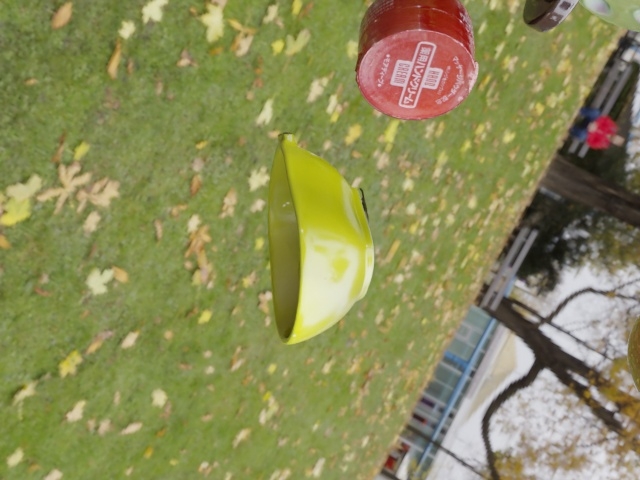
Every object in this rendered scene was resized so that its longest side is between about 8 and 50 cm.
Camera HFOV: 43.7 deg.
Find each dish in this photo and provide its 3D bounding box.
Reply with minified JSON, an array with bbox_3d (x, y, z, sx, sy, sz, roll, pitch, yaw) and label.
[{"bbox_3d":[0.000,0.000,1.019,0.221,0.108,0.262,107,-21,-53],"label":"dish"}]

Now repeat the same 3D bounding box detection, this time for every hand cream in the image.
[{"bbox_3d":[0.152,-0.300,1.278,0.193,0.193,0.125,107,-11,-54],"label":"hand cream"}]

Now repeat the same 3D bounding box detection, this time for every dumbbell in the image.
[{"bbox_3d":[0.270,-0.408,1.157,0.140,0.226,0.124,-71,-165,-11],"label":"dumbbell"}]

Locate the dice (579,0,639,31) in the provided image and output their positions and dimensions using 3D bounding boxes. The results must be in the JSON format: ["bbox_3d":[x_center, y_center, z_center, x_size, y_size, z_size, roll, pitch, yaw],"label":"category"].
[{"bbox_3d":[0.621,-0.559,1.491,0.254,0.250,0.252,-61,148,-3],"label":"dice"}]

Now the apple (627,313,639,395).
[{"bbox_3d":[0.443,0.131,0.892,0.188,0.188,0.174,-61,-170,-8],"label":"apple"}]
